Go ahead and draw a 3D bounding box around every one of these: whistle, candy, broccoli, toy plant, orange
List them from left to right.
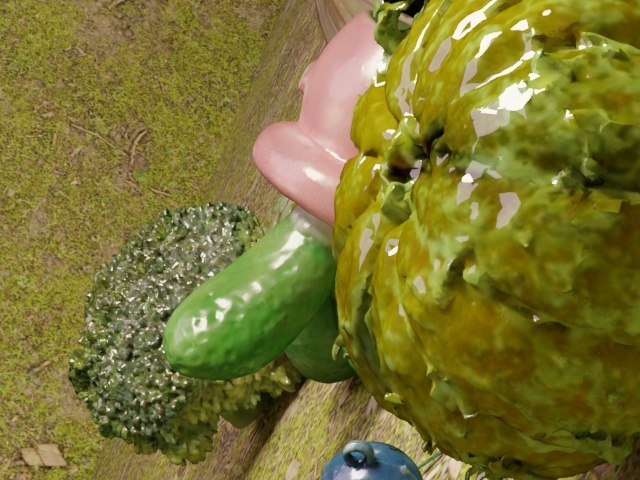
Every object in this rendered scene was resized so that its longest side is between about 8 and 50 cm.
[{"bbox_3d":[-0.139,0.108,2.204,0.288,0.260,0.235,-40,12,2],"label":"broccoli"},{"bbox_3d":[0.037,-0.016,1.786,0.317,0.210,0.356,4,-68,-64],"label":"toy plant"},{"bbox_3d":[0.042,0.206,1.506,0.090,0.090,0.158,-73,-26,-45],"label":"whistle"},{"bbox_3d":[0.071,0.179,1.557,0.083,0.023,0.025,-44,5,46],"label":"candy"},{"bbox_3d":[0.137,-0.015,1.098,0.301,0.223,0.300,-138,60,-67],"label":"orange"}]

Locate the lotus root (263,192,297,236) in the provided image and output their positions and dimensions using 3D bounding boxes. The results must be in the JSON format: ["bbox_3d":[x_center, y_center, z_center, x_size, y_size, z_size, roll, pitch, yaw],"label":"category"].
[{"bbox_3d":[0.000,0.000,2.127,0.138,0.119,0.235,-50,15,56],"label":"lotus root"}]

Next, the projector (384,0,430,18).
[{"bbox_3d":[0.241,-0.321,1.327,0.405,0.242,0.395,-63,7,-8],"label":"projector"}]

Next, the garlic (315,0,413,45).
[{"bbox_3d":[0.105,-0.288,2.018,0.322,0.241,0.322,165,90,-87],"label":"garlic"}]
